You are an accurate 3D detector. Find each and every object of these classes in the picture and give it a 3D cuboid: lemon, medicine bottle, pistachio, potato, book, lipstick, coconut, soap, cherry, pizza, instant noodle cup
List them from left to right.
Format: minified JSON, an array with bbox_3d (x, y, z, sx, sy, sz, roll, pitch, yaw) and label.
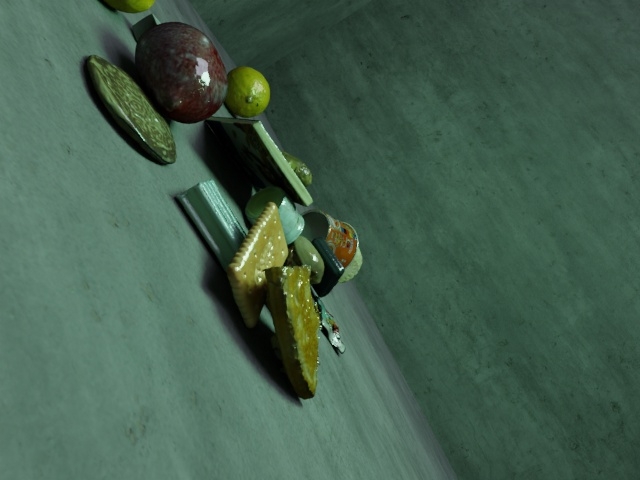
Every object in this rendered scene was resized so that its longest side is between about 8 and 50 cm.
[{"bbox_3d":[-0.504,-0.680,1.119,0.170,0.170,0.207,60,3,-7],"label":"lemon"},{"bbox_3d":[-0.440,-0.545,1.385,0.076,0.080,0.371,64,7,22],"label":"lipstick"},{"bbox_3d":[-0.334,-0.398,1.055,0.230,0.203,0.300,72,4,-46],"label":"cherry"},{"bbox_3d":[-0.217,-0.030,0.933,0.198,0.063,0.114,60,6,-8],"label":"soap"},{"bbox_3d":[-0.355,-0.706,2.073,0.236,0.236,0.263,55,30,-41],"label":"lemon"},{"bbox_3d":[-0.208,-0.263,1.391,0.428,0.039,0.300,26,-24,56],"label":"book"},{"bbox_3d":[-0.139,-0.071,1.335,0.143,0.147,0.147,58,6,-44],"label":"medicine bottle"},{"bbox_3d":[-0.167,-0.271,1.668,0.296,0.141,0.191,18,-15,27],"label":"potato"},{"bbox_3d":[-0.060,0.166,0.921,0.223,0.089,0.323,-75,156,-63],"label":"pizza"},{"bbox_3d":[-0.058,0.066,1.458,0.185,0.124,0.124,63,7,23],"label":"pistachio"},{"bbox_3d":[0.000,0.000,1.758,0.192,0.250,0.250,35,25,-51],"label":"instant noodle cup"},{"bbox_3d":[0.063,0.055,2.006,0.239,0.239,0.244,54,11,-44],"label":"coconut"}]

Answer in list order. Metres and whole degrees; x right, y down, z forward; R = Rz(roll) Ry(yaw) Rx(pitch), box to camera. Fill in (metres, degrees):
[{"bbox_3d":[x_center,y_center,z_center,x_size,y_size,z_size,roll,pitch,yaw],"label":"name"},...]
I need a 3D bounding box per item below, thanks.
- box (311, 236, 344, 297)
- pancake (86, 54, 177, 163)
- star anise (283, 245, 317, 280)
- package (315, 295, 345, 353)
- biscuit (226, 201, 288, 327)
[{"bbox_3d":[0.001,0.099,1.560,0.160,0.050,0.230,56,-28,16],"label":"box"},{"bbox_3d":[-0.374,-0.263,0.883,0.250,0.031,0.250,59,6,-10],"label":"pancake"},{"bbox_3d":[-0.091,0.107,1.102,0.212,0.111,0.196,29,-34,34],"label":"star anise"},{"bbox_3d":[0.035,0.295,1.556,0.166,0.040,0.232,58,6,-15],"label":"package"},{"bbox_3d":[-0.122,0.044,0.912,0.249,0.030,0.160,-68,154,-52],"label":"biscuit"}]
